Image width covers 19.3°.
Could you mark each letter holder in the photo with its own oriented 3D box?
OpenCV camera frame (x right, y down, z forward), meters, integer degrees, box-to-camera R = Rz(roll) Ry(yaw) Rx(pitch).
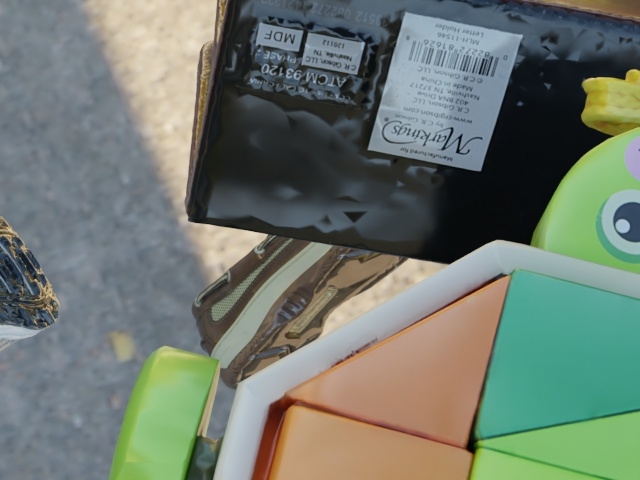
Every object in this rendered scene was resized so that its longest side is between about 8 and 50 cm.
[{"bbox_3d":[0.091,-0.100,1.015,0.214,0.302,0.152,-92,-166,-59],"label":"letter holder"}]

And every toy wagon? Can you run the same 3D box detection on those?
[{"bbox_3d":[0.071,0.103,0.493,0.068,0.267,0.344,103,2,-73],"label":"toy wagon"}]

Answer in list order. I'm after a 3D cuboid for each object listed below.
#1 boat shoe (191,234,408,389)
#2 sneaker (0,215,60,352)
[{"bbox_3d":[-0.004,-0.002,1.433,0.095,0.257,0.095,55,15,29],"label":"boat shoe"},{"bbox_3d":[-0.272,0.058,1.312,0.100,0.108,0.271,57,24,-6],"label":"sneaker"}]
